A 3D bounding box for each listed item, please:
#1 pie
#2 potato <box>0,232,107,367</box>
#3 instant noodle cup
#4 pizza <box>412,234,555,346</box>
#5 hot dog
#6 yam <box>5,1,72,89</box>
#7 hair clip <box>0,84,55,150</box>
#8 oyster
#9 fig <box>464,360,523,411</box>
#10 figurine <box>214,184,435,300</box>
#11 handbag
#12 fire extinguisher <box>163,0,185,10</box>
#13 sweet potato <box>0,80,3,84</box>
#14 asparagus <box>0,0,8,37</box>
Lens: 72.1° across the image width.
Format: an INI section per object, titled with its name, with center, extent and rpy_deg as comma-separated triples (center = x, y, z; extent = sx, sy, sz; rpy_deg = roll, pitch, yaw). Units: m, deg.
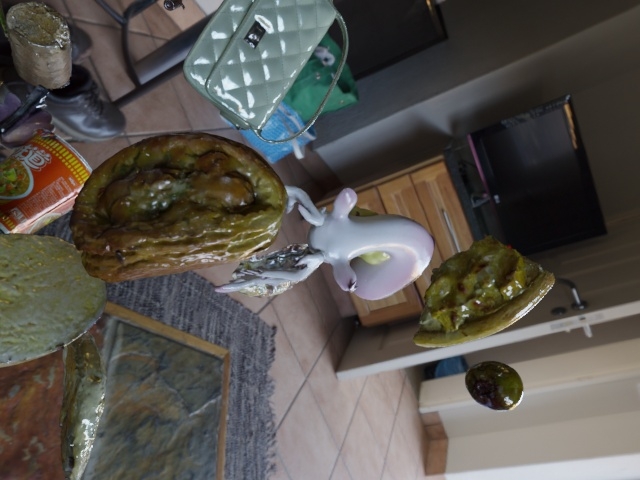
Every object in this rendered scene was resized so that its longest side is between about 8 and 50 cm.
[pie]
center = -0.538, 0.357, 0.986
extent = 0.077, 0.339, 0.338
rpy_deg = 3, 66, -32
[potato]
center = -0.534, 0.114, 0.758
extent = 0.299, 0.116, 0.239
rpy_deg = -18, 67, -51
[instant noodle cup]
center = -0.623, -0.104, 0.936
extent = 0.212, 0.193, 0.193
rpy_deg = -54, 126, -35
[pizza]
center = 0.158, 0.054, 0.466
extent = 0.036, 0.160, 0.099
rpy_deg = 24, 42, -48
[hot dog]
center = -0.183, -0.040, 0.566
extent = 0.122, 0.273, 0.196
rpy_deg = 67, 18, -60
[yam]
center = -0.678, -0.467, 1.063
extent = 0.129, 0.238, 0.128
rpy_deg = -30, 99, -27
[hair clip]
center = -0.704, -0.287, 1.032
extent = 0.146, 0.056, 0.187
rpy_deg = 27, 63, -5
[oyster]
center = -0.104, 0.089, 1.261
extent = 0.100, 0.271, 0.275
rpy_deg = 45, -9, 32
[fig]
center = 0.288, 0.233, 0.710
extent = 0.098, 0.084, 0.082
rpy_deg = 5, 56, -42
[figurine]
center = 0.001, 0.013, 0.745
extent = 0.316, 0.285, 0.206
rpy_deg = 25, 71, -51
[handbag]
center = -0.068, -0.285, 0.687
extent = 0.219, 0.256, 0.079
rpy_deg = 32, 6, -25
[fire extinguisher]
center = -0.305, -0.519, 0.946
extent = 0.032, 0.046, 0.100
rpy_deg = 37, 26, -23
[sweet potato]
center = -0.759, -0.275, 0.885
extent = 0.226, 0.068, 0.068
rpy_deg = -24, 96, -28
[asparagus]
center = -0.809, -0.572, 1.114
extent = 0.018, 0.015, 0.127
rpy_deg = -8, 79, -66
